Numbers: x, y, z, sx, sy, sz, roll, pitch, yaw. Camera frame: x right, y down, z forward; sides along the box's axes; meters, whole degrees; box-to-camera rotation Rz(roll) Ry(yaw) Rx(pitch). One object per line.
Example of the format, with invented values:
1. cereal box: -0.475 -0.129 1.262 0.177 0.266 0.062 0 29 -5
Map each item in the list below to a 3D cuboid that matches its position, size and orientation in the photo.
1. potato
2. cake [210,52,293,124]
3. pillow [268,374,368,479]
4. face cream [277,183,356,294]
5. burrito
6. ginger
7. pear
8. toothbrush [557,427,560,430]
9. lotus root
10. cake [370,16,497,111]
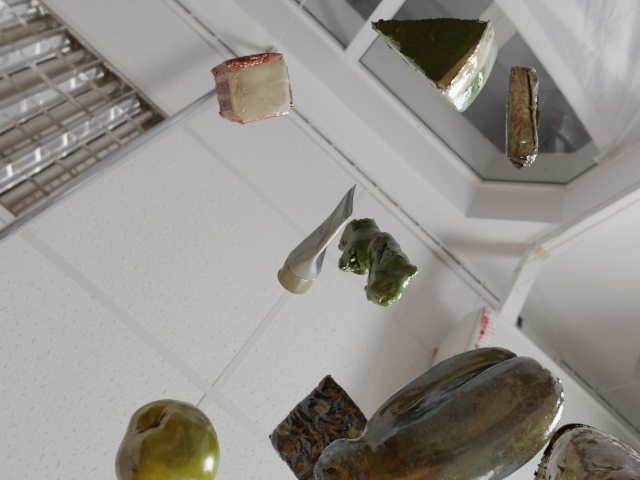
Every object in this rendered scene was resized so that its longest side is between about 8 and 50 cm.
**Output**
1. potato: 0.453 0.411 0.778 0.229 0.266 0.229 0 -98 -3
2. cake: -0.224 -0.374 1.320 0.160 0.262 0.158 -28 -66 -49
3. pillow: 0.005 0.425 1.108 0.189 0.255 0.034 49 -152 21
4. face cream: 0.000 0.000 0.956 0.070 0.224 0.114 28 -147 -10
5. burrito: 0.369 -0.222 0.948 0.045 0.058 0.188 -19 -70 -59
6. ginger: 0.115 0.044 1.143 0.137 0.089 0.290 -21 -146 -14
7. pear: -0.279 0.399 0.963 0.200 0.200 0.200 19 -128 -26
8. toothbrush: 0.583 0.472 1.235 0.014 0.017 0.162 21 -174 14
9. lotus root: 0.150 0.245 0.640 0.322 0.158 0.140 -24 -78 -14
10. cake: 0.238 -0.405 1.201 0.158 0.284 0.172 22 -95 -63
